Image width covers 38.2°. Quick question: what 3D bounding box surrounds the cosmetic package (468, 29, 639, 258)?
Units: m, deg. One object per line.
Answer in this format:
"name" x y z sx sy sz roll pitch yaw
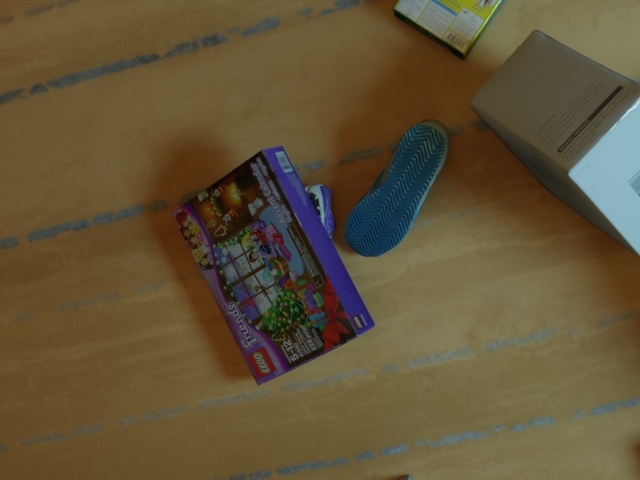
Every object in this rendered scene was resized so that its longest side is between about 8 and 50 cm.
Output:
"cosmetic package" 0.345 -0.120 1.180 0.138 0.224 0.225 -47 38 7

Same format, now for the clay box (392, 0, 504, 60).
"clay box" 0.218 -0.389 1.334 0.127 0.053 0.222 35 94 8

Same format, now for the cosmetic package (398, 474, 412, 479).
"cosmetic package" 0.050 0.446 1.352 0.239 0.060 0.099 -31 84 8

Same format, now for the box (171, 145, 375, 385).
"box" -0.073 0.040 1.341 0.201 0.057 0.293 -31 84 33

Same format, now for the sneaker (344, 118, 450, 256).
"sneaker" 0.117 -0.071 1.336 0.087 0.092 0.229 37 115 6

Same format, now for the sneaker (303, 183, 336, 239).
"sneaker" 0.000 0.000 1.365 0.068 0.071 0.170 12 107 31
